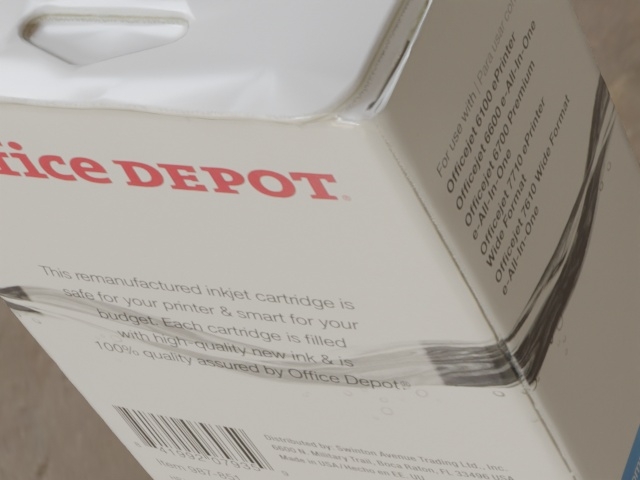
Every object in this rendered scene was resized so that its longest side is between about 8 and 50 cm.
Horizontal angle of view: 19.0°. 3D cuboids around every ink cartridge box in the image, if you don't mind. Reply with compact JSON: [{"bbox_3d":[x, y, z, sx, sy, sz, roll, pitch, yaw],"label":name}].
[{"bbox_3d":[0.000,0.000,0.731,0.223,0.307,0.129,6,56,31],"label":"ink cartridge box"}]
